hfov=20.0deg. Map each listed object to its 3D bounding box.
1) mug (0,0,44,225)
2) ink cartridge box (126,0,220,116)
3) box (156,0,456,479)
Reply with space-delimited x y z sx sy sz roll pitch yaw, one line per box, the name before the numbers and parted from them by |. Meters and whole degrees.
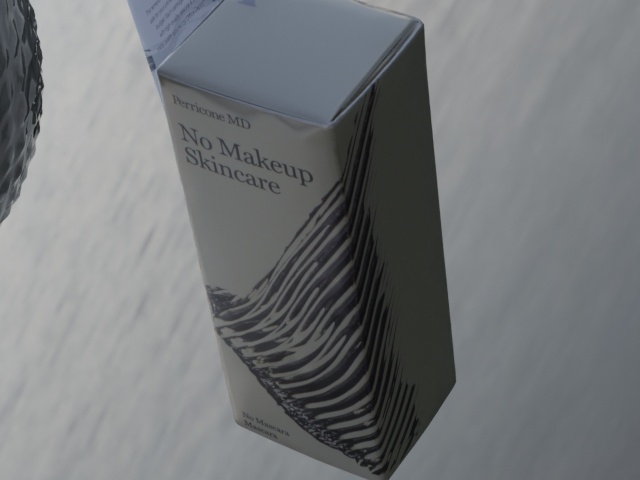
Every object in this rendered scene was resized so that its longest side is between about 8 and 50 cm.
mug | -0.252 -0.037 0.815 0.328 0.276 0.374 45 -152 -80
ink cartridge box | -0.075 -0.171 1.447 0.148 0.086 0.203 -35 71 55
box | 0.000 0.000 0.980 0.094 0.113 0.275 -51 -34 -34
